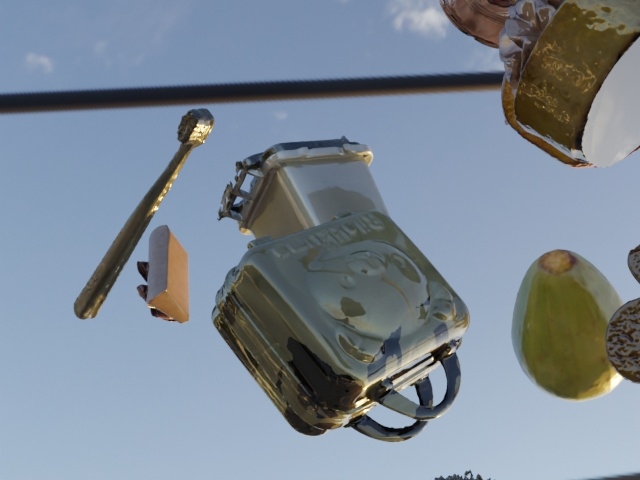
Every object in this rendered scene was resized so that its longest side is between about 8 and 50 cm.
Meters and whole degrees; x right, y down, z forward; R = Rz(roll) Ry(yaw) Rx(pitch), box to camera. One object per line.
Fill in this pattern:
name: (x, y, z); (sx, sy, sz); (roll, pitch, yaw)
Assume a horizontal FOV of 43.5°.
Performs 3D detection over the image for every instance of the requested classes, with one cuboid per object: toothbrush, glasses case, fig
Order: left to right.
toothbrush: (-0.202, -0.022, 0.890); (0.030, 0.030, 0.297); (42, -69, 16)
glasses case: (-0.267, 0.073, 1.377); (0.070, 0.194, 0.103); (-25, -53, 8)
fig: (0.533, 0.172, 1.707); (0.257, 0.258, 0.327); (-6, -68, 22)

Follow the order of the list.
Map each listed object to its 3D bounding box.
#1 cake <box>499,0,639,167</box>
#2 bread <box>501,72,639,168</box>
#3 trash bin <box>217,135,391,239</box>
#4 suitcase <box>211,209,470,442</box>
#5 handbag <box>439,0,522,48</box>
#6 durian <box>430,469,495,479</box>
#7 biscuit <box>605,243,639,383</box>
cake: (0.277, -0.198, 0.872); (0.207, 0.178, 0.185); (14, -67, -49)
bread: (0.496, -0.282, 1.522); (0.312, 0.172, 0.312); (11, -67, 27)
trash bin: (0.000, 0.000, 1.570); (0.295, 0.368, 0.256); (-7, -32, -34)
suitcase: (0.060, 0.124, 1.161); (0.339, 0.351, 0.194); (50, -48, 19)
handbag: (0.324, -0.432, 1.428); (0.204, 0.179, 0.116); (11, -37, -24)
durian: (0.072, 0.143, 0.367); (0.080, 0.080, 0.091); (22, -61, -5)
biscuit: (0.669, 0.084, 1.378); (0.432, 0.283, 0.064); (-45, -41, 0)
